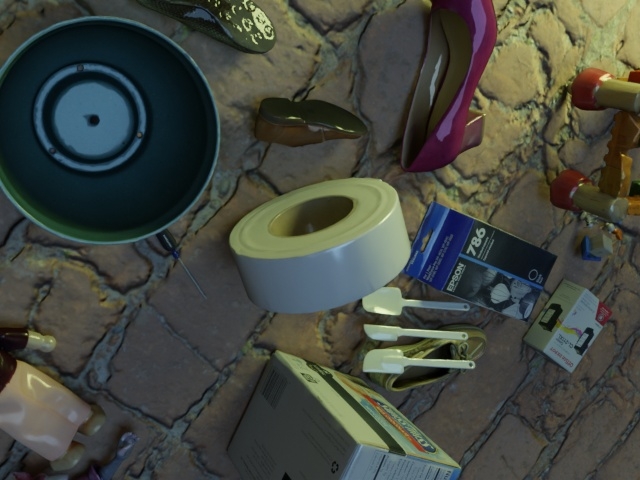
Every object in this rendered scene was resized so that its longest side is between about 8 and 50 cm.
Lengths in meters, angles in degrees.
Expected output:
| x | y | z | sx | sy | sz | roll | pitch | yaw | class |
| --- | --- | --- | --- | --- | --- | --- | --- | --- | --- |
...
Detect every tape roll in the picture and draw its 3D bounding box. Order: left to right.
| x | y | z | sx | sy | sz | roll | pitch | yaw | class |
| --- | --- | --- | --- | --- | --- | --- | --- | --- | --- |
| 0.000 | 0.000 | 1.114 | 0.286 | 0.286 | 0.100 | -25 | 115 | -17 | tape roll |

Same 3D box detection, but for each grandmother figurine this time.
| x | y | z | sx | sy | sz | roll | pitch | yaw | class |
| --- | --- | --- | --- | --- | --- | --- | --- | --- | --- |
| -0.492 | 0.219 | 1.035 | 0.342 | 0.104 | 0.208 | 51 | 41 | -28 | grandmother figurine |

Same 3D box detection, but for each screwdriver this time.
| x | y | z | sx | sy | sz | roll | pitch | yaw | class |
| --- | --- | --- | --- | --- | --- | --- | --- | --- | --- |
| -0.236 | 0.041 | 1.161 | 0.025 | 0.024 | 0.170 | -49 | 127 | -39 | screwdriver |

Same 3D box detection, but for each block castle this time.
| x | y | z | sx | sy | sz | roll | pitch | yaw | class |
| --- | --- | --- | --- | --- | --- | --- | --- | --- | --- |
| 0.713 | -0.207 | 1.446 | 0.453 | 0.213 | 0.303 | -4 | 111 | -23 | block castle |

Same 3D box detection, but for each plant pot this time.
| x | y | z | sx | sy | sz | roll | pitch | yaw | class |
| --- | --- | --- | --- | --- | --- | --- | --- | --- | --- |
| -0.309 | -0.159 | 0.960 | 0.293 | 0.196 | 0.293 | -8 | 109 | -23 | plant pot |

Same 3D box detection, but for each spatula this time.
| x | y | z | sx | sy | sz | roll | pitch | yaw | class |
| --- | --- | --- | --- | --- | --- | --- | --- | --- | --- |
| 0.197 | 0.180 | 1.362 | 0.242 | 0.019 | 0.168 | 5 | 71 | -16 | spatula |

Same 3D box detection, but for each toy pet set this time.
| x | y | z | sx | sy | sz | roll | pitch | yaw | class |
| --- | --- | --- | --- | --- | --- | --- | --- | --- | --- |
| 0.627 | -0.012 | 1.561 | 0.122 | 0.065 | 0.114 | 26 | 59 | -33 | toy pet set |

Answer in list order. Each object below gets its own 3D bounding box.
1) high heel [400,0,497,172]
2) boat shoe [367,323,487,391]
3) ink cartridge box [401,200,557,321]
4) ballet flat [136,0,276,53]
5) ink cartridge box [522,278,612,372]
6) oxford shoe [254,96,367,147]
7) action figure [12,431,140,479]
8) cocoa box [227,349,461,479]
| x | y | z | sx | sy | sz | roll | pitch | yaw | class |
| --- | --- | --- | --- | --- | --- | --- | --- | --- | --- |
| 0.209 | -0.305 | 1.203 | 0.181 | 0.127 | 0.377 | -26 | 119 | -29 | high heel |
| 0.238 | 0.253 | 1.421 | 0.285 | 0.089 | 0.104 | -16 | 112 | -22 | boat shoe |
| 0.336 | 0.050 | 1.422 | 0.333 | 0.065 | 0.165 | 19 | 97 | -29 | ink cartridge box |
| -0.181 | -0.351 | 1.051 | 0.250 | 0.058 | 0.084 | 13 | 78 | -34 | ballet flat |
| 0.569 | 0.199 | 1.576 | 0.127 | 0.072 | 0.175 | 35 | 88 | -31 | ink cartridge box |
| -0.018 | -0.194 | 1.179 | 0.212 | 0.076 | 0.076 | 1 | 135 | -29 | oxford shoe |
| -0.387 | 0.508 | 1.181 | 0.276 | 0.248 | 0.370 | -32 | 112 | 35 | action figure |
| 0.027 | 0.389 | 1.211 | 0.228 | 0.347 | 0.231 | 23 | 94 | -30 | cocoa box |
